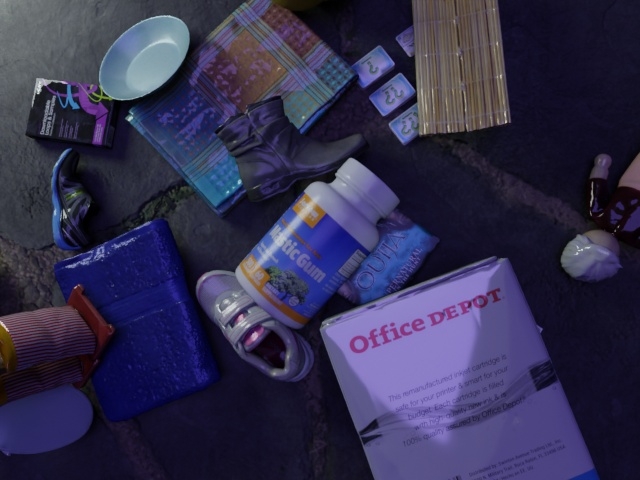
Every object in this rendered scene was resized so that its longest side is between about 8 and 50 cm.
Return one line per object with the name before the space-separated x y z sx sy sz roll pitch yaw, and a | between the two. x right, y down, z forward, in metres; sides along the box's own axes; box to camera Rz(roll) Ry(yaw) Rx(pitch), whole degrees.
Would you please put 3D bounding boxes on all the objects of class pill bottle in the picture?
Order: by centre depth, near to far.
pill bottle | 0.000 0.000 0.869 0.152 0.152 0.272 41 94 7

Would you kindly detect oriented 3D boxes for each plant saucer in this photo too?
plant saucer | -0.319 -0.330 0.973 0.194 0.037 0.195 -8 65 17

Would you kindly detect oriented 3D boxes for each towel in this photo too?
towel | -0.319 0.141 0.928 0.227 0.076 0.308 -22 83 8
towel | -0.147 -0.264 0.971 0.370 0.040 0.271 -45 84 -1

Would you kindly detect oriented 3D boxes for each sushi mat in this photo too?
sushi mat | 0.243 -0.335 0.924 0.151 0.019 0.317 -3 76 12

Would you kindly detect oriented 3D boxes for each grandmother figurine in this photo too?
grandmother figurine | 0.548 -0.063 0.893 0.342 0.104 0.208 -47 56 0

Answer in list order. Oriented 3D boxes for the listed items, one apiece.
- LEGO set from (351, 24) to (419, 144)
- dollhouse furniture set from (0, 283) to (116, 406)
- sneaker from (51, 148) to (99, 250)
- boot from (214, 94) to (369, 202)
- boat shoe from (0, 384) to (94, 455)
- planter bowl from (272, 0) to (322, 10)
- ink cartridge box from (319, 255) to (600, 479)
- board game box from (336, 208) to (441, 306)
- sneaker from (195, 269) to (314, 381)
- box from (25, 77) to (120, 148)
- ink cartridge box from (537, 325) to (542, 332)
LEGO set | 0.199 -0.319 0.954 0.244 0.060 0.182 -35 83 2
dollhouse furniture set | -0.543 0.094 0.853 0.374 0.201 0.152 42 114 20
sneaker | -0.451 -0.075 0.966 0.078 0.067 0.188 -4 81 -19
boot | -0.046 -0.180 0.906 0.246 0.083 0.161 -24 100 -9
boat shoe | -0.587 0.293 0.894 0.366 0.156 0.136 6 78 -25
planter bowl | -0.049 -0.486 0.951 0.217 0.090 0.217 14 53 -20
ink cartridge box | 0.199 0.253 0.782 0.285 0.166 0.395 -20 85 1
board game box | 0.111 0.038 0.934 0.126 0.026 0.186 35 86 6
sneaker | -0.115 0.142 0.892 0.252 0.111 0.103 40 87 7
box | -0.469 -0.242 0.995 0.162 0.029 0.116 7 84 5
ink cartridge box | 0.238 0.203 0.894 0.171 0.056 0.235 33 86 6
